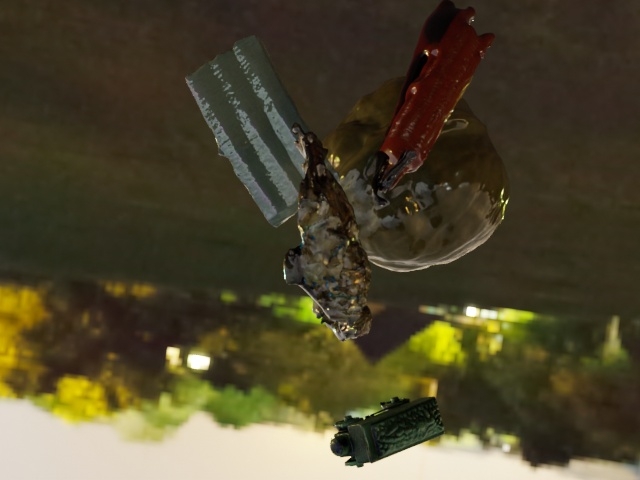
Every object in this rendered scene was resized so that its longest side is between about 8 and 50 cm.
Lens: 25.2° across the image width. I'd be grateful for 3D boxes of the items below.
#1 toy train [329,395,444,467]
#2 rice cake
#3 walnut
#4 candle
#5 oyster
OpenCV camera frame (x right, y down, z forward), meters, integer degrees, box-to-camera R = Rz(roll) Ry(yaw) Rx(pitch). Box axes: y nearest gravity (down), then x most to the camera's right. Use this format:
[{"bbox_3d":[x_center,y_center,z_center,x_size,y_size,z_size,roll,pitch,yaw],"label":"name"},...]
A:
[{"bbox_3d":[0.092,0.249,1.881,0.172,0.070,0.099,-15,179,-42],"label":"toy train"},{"bbox_3d":[-0.078,-0.145,1.913,0.127,0.237,0.043,-32,177,8],"label":"rice cake"},{"bbox_3d":[0.137,-0.100,2.193,0.253,0.277,0.282,55,-176,-35],"label":"walnut"},{"bbox_3d":[0.110,-0.150,1.532,0.084,0.302,0.059,1,138,34],"label":"candle"},{"bbox_3d":[0.009,-0.003,1.676,0.092,0.260,0.198,-7,147,8],"label":"oyster"}]
